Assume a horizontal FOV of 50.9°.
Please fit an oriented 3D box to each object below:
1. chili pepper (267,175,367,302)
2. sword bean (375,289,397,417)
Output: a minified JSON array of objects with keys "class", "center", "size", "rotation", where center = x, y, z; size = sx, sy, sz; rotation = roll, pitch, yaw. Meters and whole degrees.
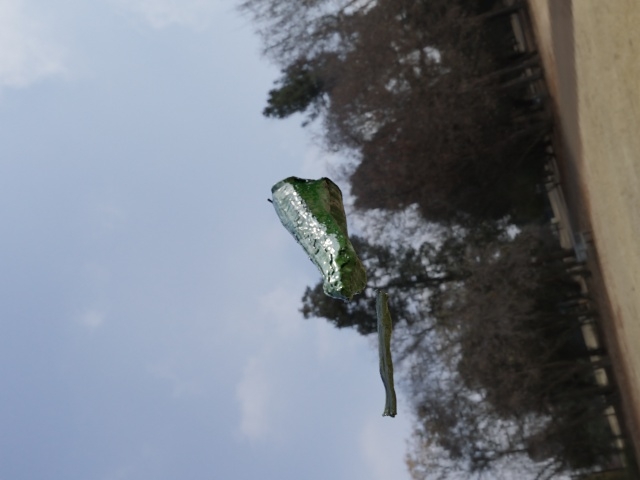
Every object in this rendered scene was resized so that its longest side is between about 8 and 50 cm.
[{"class":"chili pepper","center":[0.000,0.000,0.679],"size":[0.227,0.088,0.059],"rotation":[-110,25,-62]},{"class":"sword bean","center":[0.041,0.071,0.420],"size":[0.012,0.012,0.083],"rotation":[-25,-69,-71]}]
